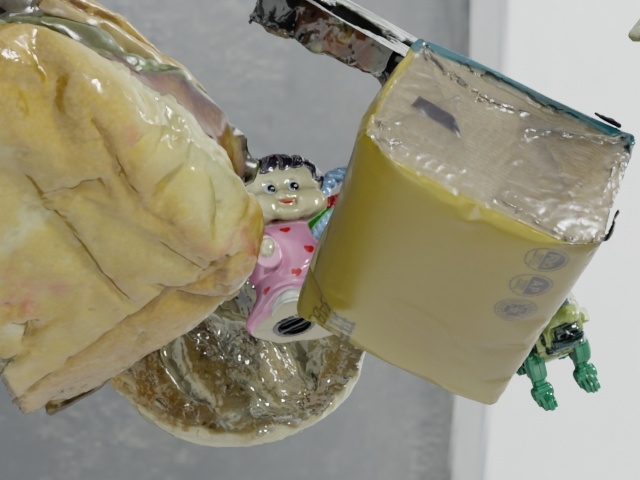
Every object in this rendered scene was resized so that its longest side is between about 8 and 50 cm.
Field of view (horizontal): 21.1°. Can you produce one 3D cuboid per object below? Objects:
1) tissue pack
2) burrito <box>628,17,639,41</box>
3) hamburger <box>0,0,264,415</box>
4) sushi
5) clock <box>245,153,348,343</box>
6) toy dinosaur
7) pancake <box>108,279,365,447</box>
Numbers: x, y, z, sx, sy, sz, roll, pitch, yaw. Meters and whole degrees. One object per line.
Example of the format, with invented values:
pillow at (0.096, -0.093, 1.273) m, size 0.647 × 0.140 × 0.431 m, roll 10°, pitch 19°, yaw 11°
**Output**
tissue pack at (0.102, -0.004, 1.311) m, size 0.271 × 0.192 × 0.134 m, roll 109°, pitch 5°, yaw -57°
burrito at (0.380, -0.210, 1.243) m, size 0.392 × 0.117 × 0.076 m, roll -27°, pitch 114°, yaw -35°
hamburger at (-0.144, -0.038, 1.107) m, size 0.162 × 0.209 × 0.330 m, roll -105°, pitch 180°, yaw -48°
sushi at (0.039, -0.208, 1.825) m, size 0.059 × 0.294 × 0.292 m, roll -60°, pitch -177°, yaw 12°
clock at (0.000, 0.000, 1.765) m, size 0.100 × 0.194 × 0.195 m, roll 105°, pitch -26°, yaw -57°
toy dinosaur at (0.235, 0.085, 1.939) m, size 0.094 × 0.259 × 0.153 m, roll -19°, pitch 114°, yaw -13°
pancake at (-0.127, 0.079, 1.986) m, size 0.387 × 0.387 × 0.082 m, roll -52°, pitch 172°, yaw -47°
